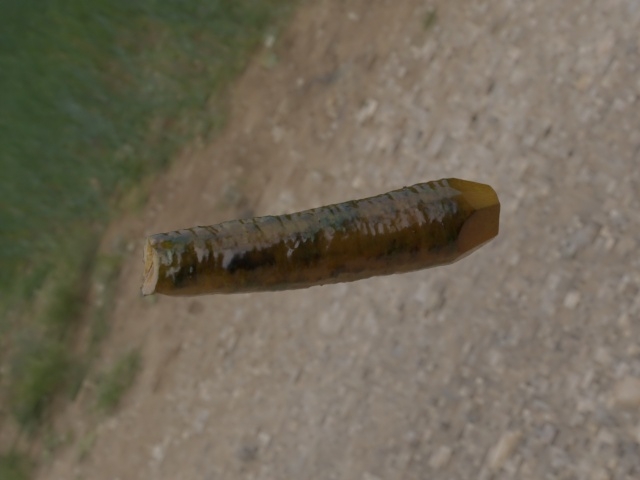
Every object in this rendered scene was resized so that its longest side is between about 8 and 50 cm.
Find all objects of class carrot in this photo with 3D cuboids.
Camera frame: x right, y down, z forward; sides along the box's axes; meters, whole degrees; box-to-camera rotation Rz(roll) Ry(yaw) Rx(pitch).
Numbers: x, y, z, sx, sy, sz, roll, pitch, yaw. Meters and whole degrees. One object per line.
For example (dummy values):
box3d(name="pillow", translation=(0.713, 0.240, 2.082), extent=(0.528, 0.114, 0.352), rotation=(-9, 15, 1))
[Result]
box3d(name="carrot", translation=(0.000, 0.000, 0.746), extent=(0.042, 0.171, 0.042), rotation=(172, 90, -73))
